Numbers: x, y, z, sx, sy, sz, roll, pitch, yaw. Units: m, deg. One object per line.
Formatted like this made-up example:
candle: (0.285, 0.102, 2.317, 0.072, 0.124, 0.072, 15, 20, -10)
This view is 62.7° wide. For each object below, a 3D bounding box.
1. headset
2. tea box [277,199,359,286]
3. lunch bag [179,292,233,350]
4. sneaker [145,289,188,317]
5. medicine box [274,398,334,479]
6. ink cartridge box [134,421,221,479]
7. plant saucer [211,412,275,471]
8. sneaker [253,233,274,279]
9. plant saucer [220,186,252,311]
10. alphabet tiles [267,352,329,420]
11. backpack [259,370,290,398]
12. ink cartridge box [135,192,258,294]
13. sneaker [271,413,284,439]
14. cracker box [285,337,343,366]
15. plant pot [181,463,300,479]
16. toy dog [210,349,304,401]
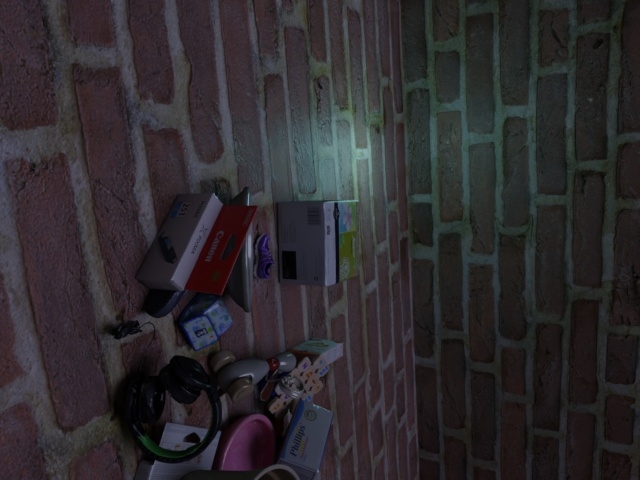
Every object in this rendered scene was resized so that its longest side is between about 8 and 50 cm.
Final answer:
headset: (-0.422, 0.395, 1.387, 0.394, 0.243, 0.185, 64, 0, 6)
tea box: (0.000, 0.000, 2.155, 0.323, 0.219, 0.329, -13, 103, -62)
lunch bag: (-0.361, 0.252, 1.638, 0.151, 0.096, 0.129, -44, 133, -34)
sneaker: (-0.388, 0.114, 1.549, 0.131, 0.112, 0.319, 61, 42, -40)
medicine box: (-0.079, 0.801, 1.969, 0.264, 0.149, 0.289, -67, 178, -54)
ink cartridge box: (-0.427, 0.675, 1.569, 0.275, 0.060, 0.239, 42, 54, -54)
plant saucer: (-0.276, 0.769, 1.832, 0.332, 0.084, 0.333, -6, 96, -61)
sneaker: (-0.200, 0.060, 1.942, 0.068, 0.071, 0.170, 11, 82, -62)
plant saucer: (-0.270, 0.029, 1.677, 0.400, 0.100, 0.401, 180, -90, -85)
alphabet tiles: (-0.082, 0.558, 2.008, 0.284, 0.021, 0.278, -43, 143, -17)
backpack: (-0.176, 0.531, 1.997, 0.120, 0.097, 0.101, -47, 129, -35)
ink cartridge box: (-0.342, 0.000, 1.469, 0.066, 0.261, 0.297, 55, 45, -48)
sneaker: (-0.172, 0.695, 2.065, 0.067, 0.064, 0.175, 35, 54, -35)
cracker box: (-0.022, 0.475, 2.214, 0.232, 0.155, 0.067, -7, 98, -62)
plant pot: (-0.258, 0.787, 1.486, 0.333, 0.305, 0.334, 11, 77, -56)
toy dog: (-0.236, 0.472, 1.798, 0.333, 0.161, 0.220, 18, 32, -32)
